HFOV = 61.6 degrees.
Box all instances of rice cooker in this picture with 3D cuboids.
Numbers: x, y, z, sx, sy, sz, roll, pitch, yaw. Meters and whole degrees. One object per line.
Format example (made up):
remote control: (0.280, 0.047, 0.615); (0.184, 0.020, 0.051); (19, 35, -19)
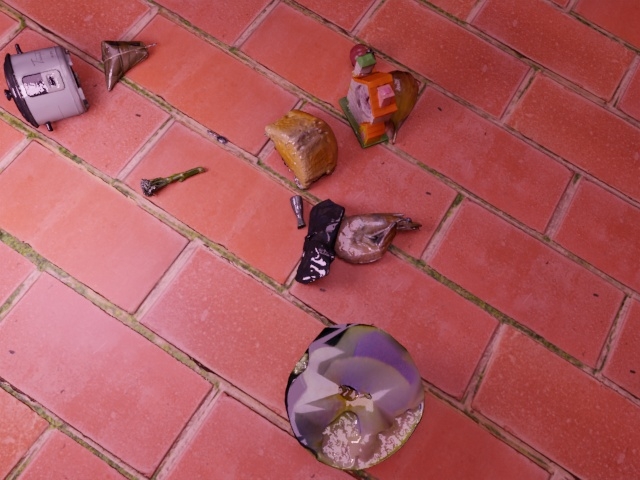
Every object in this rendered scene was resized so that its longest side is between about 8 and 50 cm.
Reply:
rice cooker: (-0.899, -0.497, 1.739); (0.227, 0.241, 0.280); (-19, 111, -16)

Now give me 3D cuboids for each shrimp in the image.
shrimp: (0.188, -0.011, 1.787); (0.317, 0.077, 0.168); (-6, 79, -3)

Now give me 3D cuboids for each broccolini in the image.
broccolini: (-0.489, -0.207, 1.780); (0.216, 0.058, 0.067); (-21, 72, -14)

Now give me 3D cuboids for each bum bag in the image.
bum bag: (0.000, 0.000, 1.740); (0.137, 0.074, 0.310); (-2, 66, 35)

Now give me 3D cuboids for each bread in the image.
bread: (-0.043, -0.332, 1.826); (0.204, 0.162, 0.262); (-37, 93, -28)

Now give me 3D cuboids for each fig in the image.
fig: (0.269, -0.476, 1.935); (0.159, 0.159, 0.257); (2, 91, -6)

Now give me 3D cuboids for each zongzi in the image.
zongzi: (-0.674, -0.618, 1.909); (0.189, 0.081, 0.178); (-8, 93, -24)

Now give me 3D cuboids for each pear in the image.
pear: (0.088, 0.453, 1.557); (0.399, 0.165, 0.399); (2, 71, -6)

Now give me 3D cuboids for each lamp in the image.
lamp: (0.158, -0.682, 2.003); (0.107, 0.092, 0.107); (23, 52, -33)

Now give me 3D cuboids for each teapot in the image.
teapot: (-0.072, -0.094, 1.799); (0.043, 0.043, 0.110); (-10, 76, -10)

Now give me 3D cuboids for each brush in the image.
brush: (-0.362, -0.363, 1.875); (0.083, 0.008, 0.024); (31, 73, 4)

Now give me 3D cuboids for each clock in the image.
clock: (0.168, -0.483, 1.848); (0.106, 0.255, 0.220); (-22, 74, -13)
